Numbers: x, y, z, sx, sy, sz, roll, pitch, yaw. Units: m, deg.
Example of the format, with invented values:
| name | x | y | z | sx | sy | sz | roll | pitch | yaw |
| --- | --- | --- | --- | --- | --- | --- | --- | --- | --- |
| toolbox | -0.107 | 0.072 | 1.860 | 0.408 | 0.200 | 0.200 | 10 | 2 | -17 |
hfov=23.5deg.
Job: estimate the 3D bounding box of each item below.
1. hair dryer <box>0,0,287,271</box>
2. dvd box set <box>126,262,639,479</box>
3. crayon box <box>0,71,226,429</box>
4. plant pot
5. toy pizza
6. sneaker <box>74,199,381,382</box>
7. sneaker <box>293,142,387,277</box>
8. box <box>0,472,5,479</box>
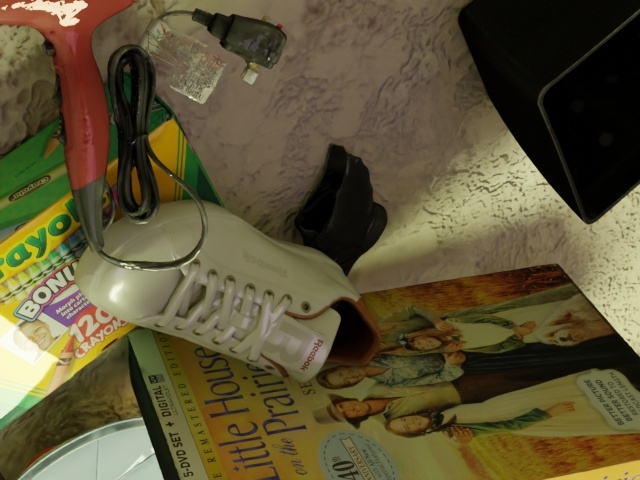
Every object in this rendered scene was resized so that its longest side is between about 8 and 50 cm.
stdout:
| name | x | y | z | sx | sy | sz | roll | pitch | yaw |
| --- | --- | --- | --- | --- | --- | --- | --- | --- | --- |
| hair dryer | -0.167 | -0.127 | 1.082 | 0.293 | 0.080 | 0.224 | 30 | 75 | -22 |
| dvd box set | 0.069 | 0.143 | 1.302 | 0.420 | 0.307 | 0.062 | -8 | 120 | -14 |
| crayon box | -0.214 | 0.016 | 1.212 | 0.278 | 0.081 | 0.165 | -38 | 139 | -11 |
| plant pot | 0.233 | -0.165 | 1.380 | 0.187 | 0.167 | 0.188 | -40 | 139 | -8 |
| toy pizza | -0.210 | 0.221 | 1.398 | 0.201 | 0.032 | 0.201 | -25 | 147 | -17 |
| sneaker | -0.056 | 0.047 | 1.220 | 0.290 | 0.123 | 0.106 | 10 | 117 | -46 |
| sneaker | 0.001 | 0.001 | 1.409 | 0.089 | 0.051 | 0.170 | 26 | 98 | -47 |
| box | -0.330 | 0.285 | 1.236 | 0.167 | 0.203 | 0.168 | 2 | 121 | -41 |
